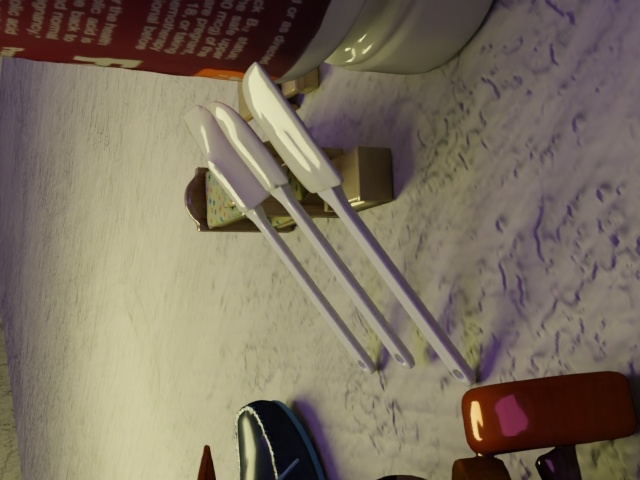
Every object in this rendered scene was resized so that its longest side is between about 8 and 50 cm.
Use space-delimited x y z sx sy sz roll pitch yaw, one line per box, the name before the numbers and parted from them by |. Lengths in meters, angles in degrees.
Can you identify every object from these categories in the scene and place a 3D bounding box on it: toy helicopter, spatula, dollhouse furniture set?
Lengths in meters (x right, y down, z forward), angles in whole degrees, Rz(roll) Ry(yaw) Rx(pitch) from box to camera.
toy helicopter | -0.001 0.170 0.458 0.355 0.235 0.140 -32 62 58
spatula | 0.000 0.000 0.553 0.242 0.019 0.168 53 154 -13
dollhouse furniture set | -0.037 -0.097 0.671 0.182 0.101 0.161 -15 76 61

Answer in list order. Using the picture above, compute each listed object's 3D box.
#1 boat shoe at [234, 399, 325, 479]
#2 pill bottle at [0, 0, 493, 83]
boat shoe | -0.038 0.252 0.681 0.109 0.089 0.258 -60 40 43
pill bottle | -0.097 -0.210 0.477 0.224 0.392 0.224 -4 86 63
